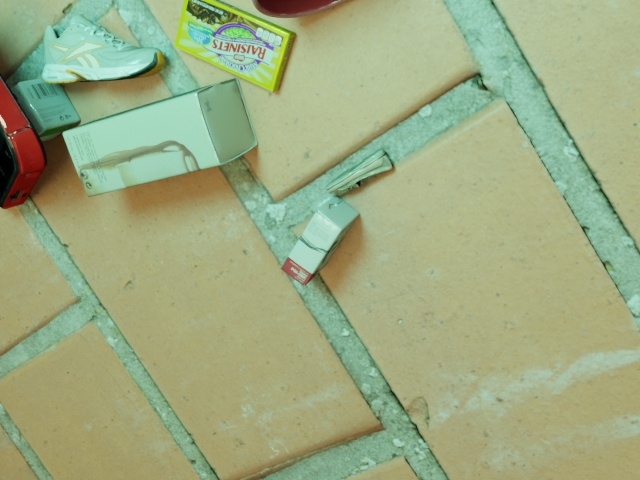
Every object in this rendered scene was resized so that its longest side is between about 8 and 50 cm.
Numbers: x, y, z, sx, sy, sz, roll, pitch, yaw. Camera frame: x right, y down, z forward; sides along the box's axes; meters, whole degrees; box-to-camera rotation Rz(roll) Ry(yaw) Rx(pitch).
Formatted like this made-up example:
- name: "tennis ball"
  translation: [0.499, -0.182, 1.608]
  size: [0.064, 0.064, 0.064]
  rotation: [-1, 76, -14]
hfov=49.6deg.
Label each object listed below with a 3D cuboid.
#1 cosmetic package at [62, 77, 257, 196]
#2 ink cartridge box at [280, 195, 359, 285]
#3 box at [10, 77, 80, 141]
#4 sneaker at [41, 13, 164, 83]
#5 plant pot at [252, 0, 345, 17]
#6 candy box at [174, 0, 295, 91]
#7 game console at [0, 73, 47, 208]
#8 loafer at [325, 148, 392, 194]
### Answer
- name: "cosmetic package"
  translation: [-0.284, -0.181, 1.232]
  size: [0.296, 0.153, 0.129]
  rotation: [-10, 107, 27]
- name: "ink cartridge box"
  translation: [0.000, 0.000, 1.209]
  size: [0.056, 0.099, 0.135]
  rotation: [36, 119, 7]
- name: "box"
  translation: [-0.549, -0.250, 1.344]
  size: [0.087, 0.101, 0.102]
  rotation: [-23, 99, 28]
- name: "sneaker"
  translation: [-0.405, -0.349, 1.253]
  size: [0.262, 0.099, 0.121]
  rotation: [3, 106, 21]
- name: "plant pot"
  translation: [-0.031, -0.455, 1.011]
  size: [0.201, 0.201, 0.180]
  rotation: [-21, 85, 28]
- name: "candy box"
  translation: [-0.150, -0.343, 1.186]
  size: [0.205, 0.027, 0.105]
  rotation: [26, 120, 12]
- name: "game console"
  translation: [-0.651, -0.246, 1.325]
  size: [0.386, 0.060, 0.342]
  rotation: [-21, 97, 57]
- name: "loafer"
  translation: [0.064, -0.107, 1.176]
  size: [0.125, 0.045, 0.039]
  rotation: [-32, 101, 26]
